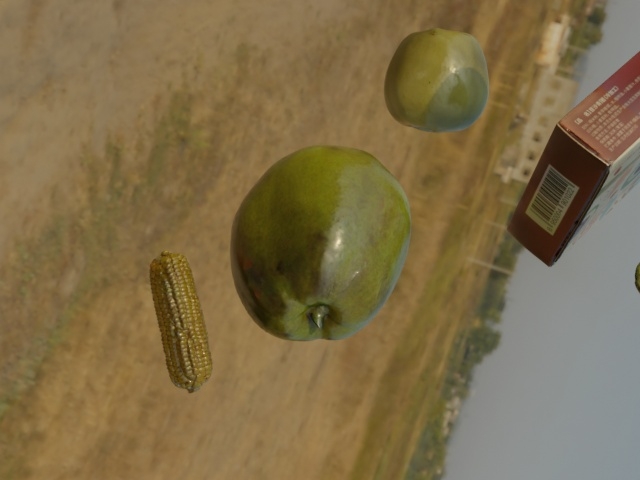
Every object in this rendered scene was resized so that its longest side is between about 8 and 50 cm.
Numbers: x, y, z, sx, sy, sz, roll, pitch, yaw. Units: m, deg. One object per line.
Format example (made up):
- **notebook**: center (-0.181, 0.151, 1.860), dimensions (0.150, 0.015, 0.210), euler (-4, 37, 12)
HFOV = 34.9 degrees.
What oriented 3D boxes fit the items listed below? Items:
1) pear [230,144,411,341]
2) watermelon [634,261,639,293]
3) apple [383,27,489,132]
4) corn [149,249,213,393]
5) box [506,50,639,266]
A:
- **pear**: center (0.000, 0.000, 1.459), dimensions (0.269, 0.269, 0.321), euler (98, -1, -48)
- **watermelon**: center (0.785, 0.076, 1.930), dimensions (0.331, 0.189, 0.331), euler (-36, -166, 10)
- **apple**: center (0.271, -0.367, 2.378), dimensions (0.262, 0.262, 0.262), euler (19, 90, -80)
- **corn**: center (-0.196, 0.115, 1.435), dimensions (0.068, 0.068, 0.207), euler (-34, 116, -73)
- **box**: center (0.543, -0.178, 1.872), dimensions (0.385, 0.122, 0.344), euler (-40, 161, -25)
